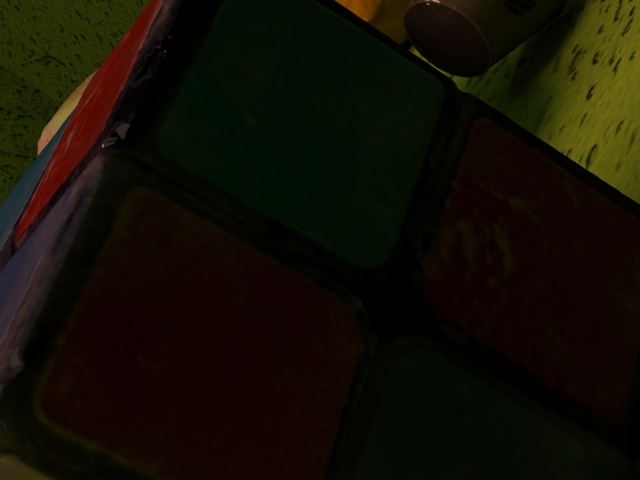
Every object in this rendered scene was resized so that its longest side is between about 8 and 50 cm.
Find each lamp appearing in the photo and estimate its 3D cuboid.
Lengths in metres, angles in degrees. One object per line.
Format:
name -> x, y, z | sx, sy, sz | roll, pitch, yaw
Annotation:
lamp -> 0.155, -0.232, 1.294 | 0.214, 0.121, 0.121 | -54, 11, -26

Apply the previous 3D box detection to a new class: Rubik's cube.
Rubik's cube -> -0.041, 0.093, 0.849 | 0.316, 0.313, 0.318 | -41, 22, 49

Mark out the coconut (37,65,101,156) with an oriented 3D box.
coconut -> -0.064, -0.028, 1.223 | 0.281, 0.328, 0.328 | -37, 18, 10

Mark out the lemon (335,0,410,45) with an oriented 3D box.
lemon -> 0.011, -0.289, 1.675 | 0.288, 0.233, 0.233 | -40, 21, 31
